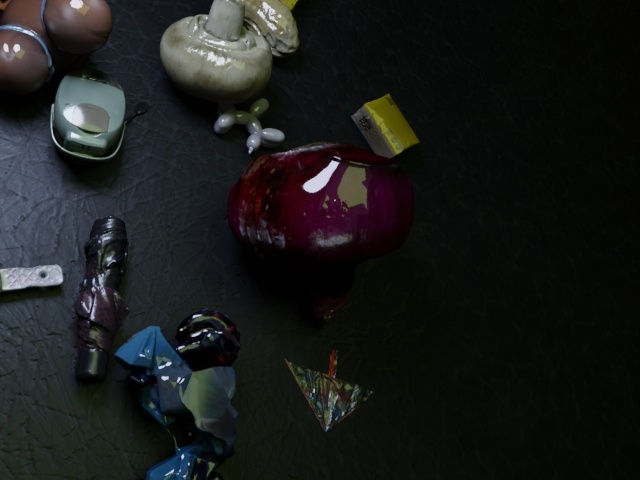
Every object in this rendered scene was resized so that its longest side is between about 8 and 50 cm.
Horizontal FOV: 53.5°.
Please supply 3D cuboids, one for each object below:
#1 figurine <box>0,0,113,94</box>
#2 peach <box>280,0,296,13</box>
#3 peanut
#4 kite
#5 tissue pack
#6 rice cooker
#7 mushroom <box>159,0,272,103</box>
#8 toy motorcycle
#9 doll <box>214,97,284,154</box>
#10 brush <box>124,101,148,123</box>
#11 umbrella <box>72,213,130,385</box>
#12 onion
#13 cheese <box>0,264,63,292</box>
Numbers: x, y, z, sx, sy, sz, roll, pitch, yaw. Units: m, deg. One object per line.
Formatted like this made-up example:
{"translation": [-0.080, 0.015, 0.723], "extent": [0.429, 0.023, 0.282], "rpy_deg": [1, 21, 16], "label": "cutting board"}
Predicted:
{"translation": [-0.585, -0.504, 1.284], "extent": [0.388, 0.276, 0.248], "rpy_deg": [60, 9, 0], "label": "figurine"}
{"translation": [-0.101, -0.677, 1.746], "extent": [0.127, 0.092, 0.172], "rpy_deg": [4, 78, -24], "label": "peach"}
{"translation": [-0.165, -0.598, 1.649], "extent": [0.290, 0.130, 0.130], "rpy_deg": [46, 53, -4], "label": "peanut"}
{"translation": [0.018, 0.331, 1.414], "extent": [0.232, 0.009, 0.189], "rpy_deg": [21, 60, -22], "label": "kite"}
{"translation": [0.182, -0.309, 1.756], "extent": [0.120, 0.082, 0.169], "rpy_deg": [-30, 86, -38], "label": "tissue pack"}
{"translation": [-0.477, -0.251, 1.305], "extent": [0.145, 0.127, 0.207], "rpy_deg": [11, 67, -26], "label": "rice cooker"}
{"translation": [-0.227, -0.444, 1.458], "extent": [0.254, 0.234, 0.260], "rpy_deg": [40, 43, 23], "label": "mushroom"}
{"translation": [-0.269, 0.326, 1.163], "extent": [0.232, 0.172, 0.417], "rpy_deg": [8, 74, -22], "label": "toy motorcycle"}
{"translation": [-0.182, -0.285, 1.539], "extent": [0.160, 0.059, 0.161], "rpy_deg": [-21, 81, -37], "label": "doll"}
{"translation": [-0.416, -0.286, 1.428], "extent": [0.024, 0.008, 0.083], "rpy_deg": [40, 55, -12], "label": "brush"}
{"translation": [-0.418, 0.108, 1.200], "extent": [0.094, 0.090, 0.326], "rpy_deg": [27, 54, -45], "label": "umbrella"}
{"translation": [0.000, 0.000, 1.370], "extent": [0.398, 0.398, 0.421], "rpy_deg": [-4, 100, -32], "label": "onion"}
{"translation": [-0.594, 0.076, 1.131], "extent": [0.255, 0.050, 0.127], "rpy_deg": [-4, 71, -32], "label": "cheese"}
